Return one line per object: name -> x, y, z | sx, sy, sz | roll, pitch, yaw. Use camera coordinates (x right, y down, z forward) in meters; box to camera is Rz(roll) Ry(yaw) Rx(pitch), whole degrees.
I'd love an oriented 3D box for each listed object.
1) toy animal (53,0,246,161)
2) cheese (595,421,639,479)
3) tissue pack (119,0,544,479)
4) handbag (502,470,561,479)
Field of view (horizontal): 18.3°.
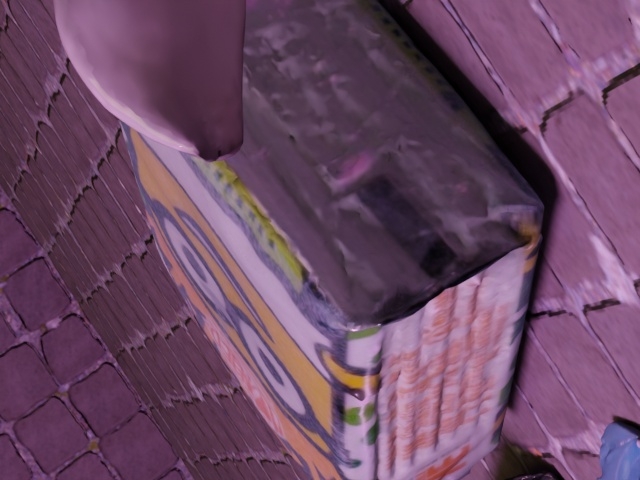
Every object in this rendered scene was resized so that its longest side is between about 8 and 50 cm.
toy animal -> -0.074, -0.218, 0.663 | 0.367, 0.196, 0.241 | 62, 164, -14
cheese -> 0.149, 0.218, 0.966 | 0.135, 0.052, 0.244 | -154, 70, -65
tissue pack -> 0.000, 0.000, 1.038 | 0.228, 0.128, 0.311 | 53, 166, 22
handbag -> 0.164, 0.249, 1.175 | 0.270, 0.089, 0.175 | 49, 173, 27
